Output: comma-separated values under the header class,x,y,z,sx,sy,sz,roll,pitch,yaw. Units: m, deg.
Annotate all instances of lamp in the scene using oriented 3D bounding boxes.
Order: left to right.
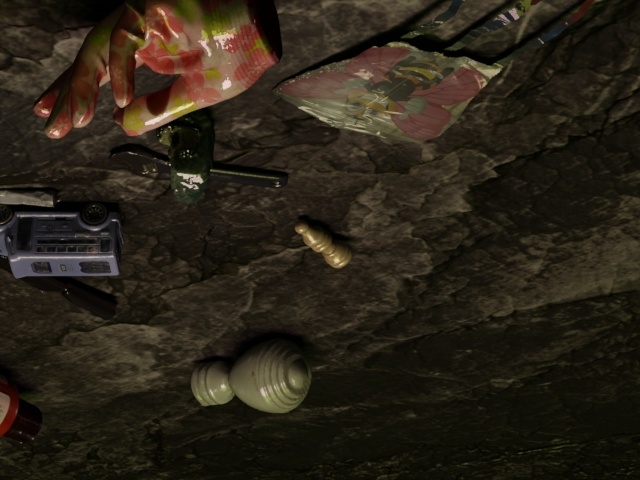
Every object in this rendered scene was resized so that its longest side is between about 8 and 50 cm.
class,x,y,z,sx,sy,sz,roll,pitch,yaw
lamp,-0.098,0.195,2.318,0.193,0.106,0.106,-8,155,37

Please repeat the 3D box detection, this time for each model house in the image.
class,x,y,z,sx,sy,sz,roll,pitch,yaw
model house,-0.146,-0.091,1.741,0.066,0.083,0.079,4,154,-5

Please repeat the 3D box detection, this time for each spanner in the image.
class,x,y,z,sx,sy,sz,roll,pitch,yaw
spanner,-0.135,-0.081,1.842,0.208,0.012,0.046,8,152,-17

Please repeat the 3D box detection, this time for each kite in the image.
class,x,y,z,sx,sy,sz,roll,pitch,yaw
kite,0.116,-0.182,1.634,0.204,0.022,0.360,15,151,-30

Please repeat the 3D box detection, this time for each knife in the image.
class,x,y,z,sx,sy,sz,roll,pitch,yaw
knife,-0.358,0.053,2.103,0.060,0.028,0.230,-6,154,39

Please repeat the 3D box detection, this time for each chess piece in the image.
class,x,y,z,sx,sy,sz,roll,pitch,yaw
chess piece,0.000,0.000,1.989,0.035,0.035,0.092,-17,146,30

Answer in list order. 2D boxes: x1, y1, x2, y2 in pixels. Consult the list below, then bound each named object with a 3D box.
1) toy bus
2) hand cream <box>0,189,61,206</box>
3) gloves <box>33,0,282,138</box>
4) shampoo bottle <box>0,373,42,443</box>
class,x,y,z,sx,sy,sz,roll,pitch,yaw
toy bus,-0.319,0.002,1.934,0.167,0.076,0.073,-1,154,-1
hand cream,-0.346,-0.050,1.900,0.093,0.019,0.030,4,156,6
gloves,-0.161,-0.173,1.538,0.241,0.126,0.145,-10,177,12
shampoo bottle,-0.508,0.227,2.354,0.104,0.104,0.278,-16,150,28
